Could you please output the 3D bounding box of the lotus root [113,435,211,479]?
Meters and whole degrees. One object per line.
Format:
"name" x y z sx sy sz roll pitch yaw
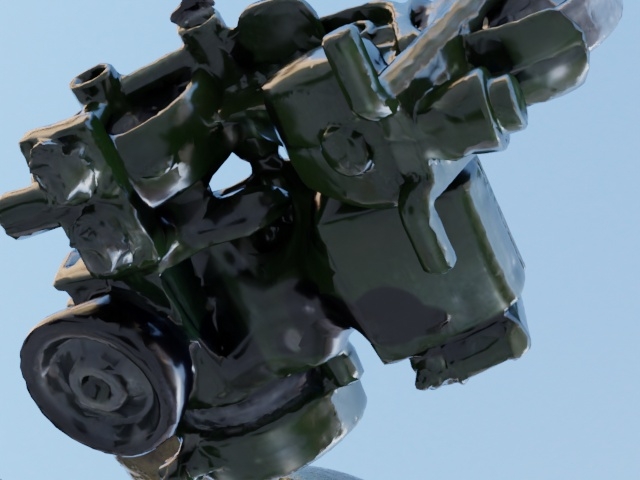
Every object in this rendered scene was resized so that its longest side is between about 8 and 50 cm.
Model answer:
"lotus root" -0.140 0.198 1.531 0.214 0.138 0.138 -8 -94 37

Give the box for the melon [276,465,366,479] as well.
"melon" 0.019 0.195 0.877 0.162 0.099 0.099 36 -62 -10

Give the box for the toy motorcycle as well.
"toy motorcycle" 0.000 0.000 0.571 0.275 0.127 0.205 -15 -61 22

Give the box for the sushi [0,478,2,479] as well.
"sushi" -0.302 0.211 0.904 0.059 0.294 0.292 -40 -148 31
